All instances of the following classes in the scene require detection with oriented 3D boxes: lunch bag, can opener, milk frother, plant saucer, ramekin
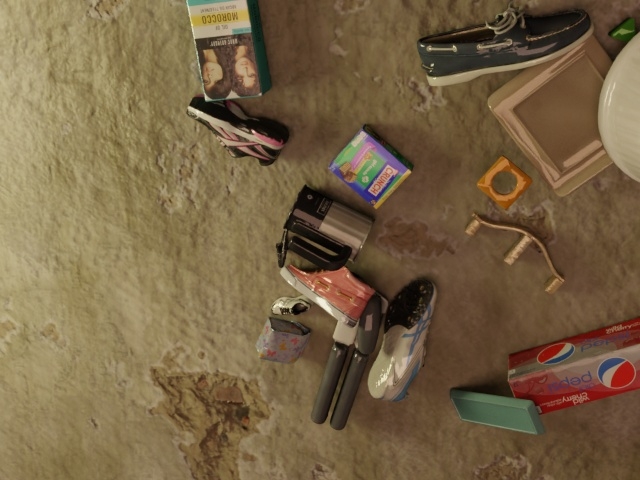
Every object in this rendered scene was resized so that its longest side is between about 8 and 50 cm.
[{"bbox_3d":[-0.067,0.183,1.590,0.083,0.053,0.071,14,117,-22],"label":"lunch bag"},{"bbox_3d":[0.047,0.217,1.553,0.076,0.095,0.283,17,108,2],"label":"can opener"},{"bbox_3d":[0.000,0.000,1.485,0.135,0.129,0.143,27,159,1],"label":"milk frother"},{"bbox_3d":[0.300,0.297,1.515,0.192,0.018,0.067,-2,118,55],"label":"plant saucer"},{"bbox_3d":[0.539,-0.181,1.221,0.273,0.127,0.273,-2,115,-5],"label":"ramekin"}]

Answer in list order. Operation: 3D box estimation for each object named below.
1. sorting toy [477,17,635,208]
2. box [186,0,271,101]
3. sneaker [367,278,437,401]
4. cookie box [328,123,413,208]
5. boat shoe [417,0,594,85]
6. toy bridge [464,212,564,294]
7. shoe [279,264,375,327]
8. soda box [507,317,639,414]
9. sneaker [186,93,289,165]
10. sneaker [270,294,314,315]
[{"bbox_3d":[0.378,-0.192,1.329,0.347,0.047,0.196,-37,99,16],"label":"sorting toy"},{"bbox_3d":[-0.150,-0.348,1.379,0.100,0.060,0.244,-3,111,14],"label":"box"},{"bbox_3d":[0.154,0.174,1.532,0.086,0.085,0.237,7,112,-32],"label":"sneaker"},{"bbox_3d":[0.083,-0.120,1.435,0.107,0.040,0.092,40,114,-6],"label":"cookie box"},{"bbox_3d":[0.268,-0.300,1.292,0.254,0.095,0.079,-10,121,26],"label":"boat shoe"},{"bbox_3d":[0.326,0.011,1.444,0.188,0.026,0.063,36,113,-4],"label":"toy bridge"},{"bbox_3d":[0.013,0.071,1.504,0.178,0.063,0.081,35,92,33],"label":"shoe"},{"bbox_3d":[0.451,0.210,1.463,0.263,0.092,0.083,-19,106,20],"label":"soda box"},{"bbox_3d":[-0.146,-0.175,1.450,0.178,0.072,0.077,27,126,6],"label":"sneaker"},{"bbox_3d":[-0.054,0.119,1.569,0.083,0.037,0.032,-16,110,20],"label":"sneaker"}]
